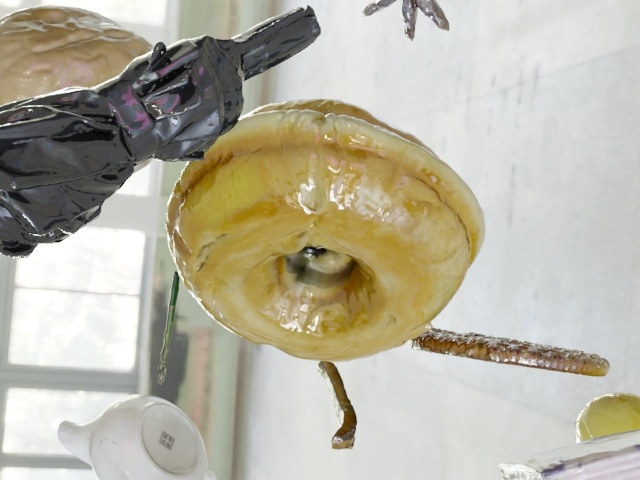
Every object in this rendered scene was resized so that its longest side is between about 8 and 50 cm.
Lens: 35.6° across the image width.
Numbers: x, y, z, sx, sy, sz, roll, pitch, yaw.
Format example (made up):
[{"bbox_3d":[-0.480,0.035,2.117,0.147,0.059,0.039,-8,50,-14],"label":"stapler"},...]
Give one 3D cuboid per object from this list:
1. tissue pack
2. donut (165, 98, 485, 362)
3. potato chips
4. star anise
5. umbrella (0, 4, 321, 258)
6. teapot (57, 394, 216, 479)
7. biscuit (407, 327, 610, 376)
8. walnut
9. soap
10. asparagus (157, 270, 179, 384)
[{"bbox_3d":[0.459,0.354,1.495,0.242,0.344,0.125,112,148,-79],"label":"tissue pack"},{"bbox_3d":[0.000,0.000,1.357,0.449,0.449,0.198,111,172,-48],"label":"donut"},{"bbox_3d":[0.019,0.185,1.132,0.204,0.037,0.026,-104,30,-71],"label":"potato chips"},{"bbox_3d":[0.108,-0.296,1.152,0.042,0.141,0.141,-63,-16,-70],"label":"star anise"},{"bbox_3d":[-0.131,-0.100,0.754,0.118,0.340,0.118,35,145,29],"label":"umbrella"},{"bbox_3d":[-0.278,0.374,1.654,0.166,0.299,0.208,-32,24,15],"label":"teapot"},{"bbox_3d":[0.277,0.162,1.486,0.305,0.305,0.038,175,103,-76],"label":"biscuit"},{"bbox_3d":[-0.351,-0.185,1.375,0.277,0.313,0.252,-28,86,48],"label":"walnut"},{"bbox_3d":[0.631,0.474,1.845,0.427,0.115,0.306,58,157,20],"label":"soap"},{"bbox_3d":[-0.219,0.126,1.443,0.016,0.013,0.166,98,179,-82],"label":"asparagus"}]
